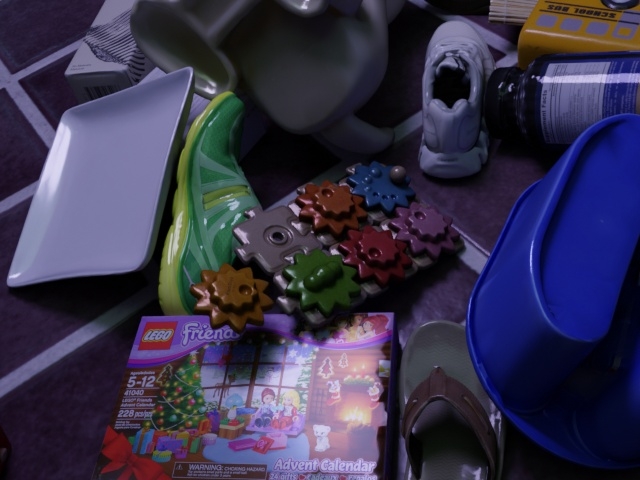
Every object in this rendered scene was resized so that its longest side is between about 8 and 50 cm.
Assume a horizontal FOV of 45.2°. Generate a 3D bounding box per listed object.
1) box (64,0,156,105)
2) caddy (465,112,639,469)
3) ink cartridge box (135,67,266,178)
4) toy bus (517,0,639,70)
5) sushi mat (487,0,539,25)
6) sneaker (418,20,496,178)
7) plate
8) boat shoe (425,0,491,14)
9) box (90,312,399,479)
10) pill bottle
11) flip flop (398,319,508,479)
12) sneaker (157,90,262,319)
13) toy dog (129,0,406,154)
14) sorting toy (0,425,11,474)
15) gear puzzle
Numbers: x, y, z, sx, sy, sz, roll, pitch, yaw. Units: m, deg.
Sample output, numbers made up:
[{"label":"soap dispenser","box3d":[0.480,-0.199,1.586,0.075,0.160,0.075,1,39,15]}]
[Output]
[{"label":"box","box3d":[-0.314,-0.328,1.273,0.113,0.094,0.275,-2,50,13]},{"label":"caddy","box3d":[0.286,0.047,0.742,0.241,0.179,0.341,29,59,7]},{"label":"ink cartridge box","box3d":[-0.197,-0.166,1.110,0.190,0.082,0.140,22,58,27]},{"label":"toy bus","box3d":[0.437,-0.240,0.994,0.332,0.108,0.130,18,56,27]},{"label":"sushi mat","box3d":[0.408,-0.363,1.116,0.316,0.019,0.152,7,63,7]},{"label":"sneaker","box3d":[0.184,-0.220,1.039,0.109,0.118,0.292,-3,48,14]},{"label":"plate","box3d":[-0.276,-0.071,0.995,0.277,0.045,0.278,-8,62,36]},{"label":"boat shoe","box3d":[0.261,-0.407,1.211,0.223,0.080,0.073,10,47,16]},{"label":"box","box3d":[-0.069,0.173,0.798,0.293,0.057,0.201,-2,49,12]},{"label":"pill bottle","box3d":[0.320,-0.168,0.942,0.219,0.123,0.123,8,51,37]},{"label":"flip flop","box3d":[0.117,0.190,0.720,0.112,0.080,0.277,1,50,15]},{"label":"sneaker","box3d":[-0.120,-0.036,0.943,0.123,0.109,0.296,8,76,-4]},{"label":"toy dog","box3d":[0.012,-0.350,1.065,0.395,0.284,0.408,39,41,-9]},{"label":"sorting toy","box3d":[-0.381,0.219,0.717,0.089,0.256,0.257,7,50,0]},{"label":"gear puzzle","box3d":[0.000,0.000,0.853,0.338,0.044,0.175,-25,60,-32]}]
